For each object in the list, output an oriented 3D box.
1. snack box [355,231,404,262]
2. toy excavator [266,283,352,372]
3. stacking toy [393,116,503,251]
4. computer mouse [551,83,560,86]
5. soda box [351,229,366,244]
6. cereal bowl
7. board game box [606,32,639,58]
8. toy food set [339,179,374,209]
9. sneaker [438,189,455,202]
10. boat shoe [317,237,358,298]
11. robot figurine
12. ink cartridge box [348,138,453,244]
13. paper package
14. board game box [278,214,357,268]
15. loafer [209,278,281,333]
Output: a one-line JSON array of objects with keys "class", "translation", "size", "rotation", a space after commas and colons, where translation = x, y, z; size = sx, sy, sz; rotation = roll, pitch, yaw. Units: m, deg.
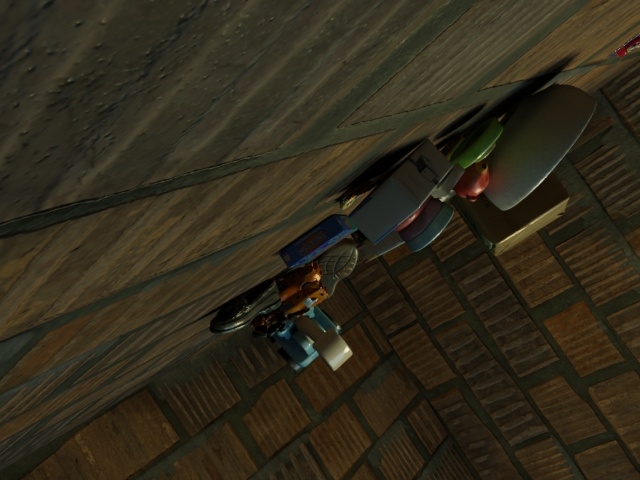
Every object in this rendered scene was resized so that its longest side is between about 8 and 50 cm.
[{"class": "snack box", "translation": [0.237, -0.021, 2.103], "size": [0.207, 0.070, 0.174], "rotation": [-33, 177, 43]}, {"class": "toy excavator", "translation": [-0.059, 0.287, 2.216], "size": [0.222, 0.433, 0.445], "rotation": [-41, 156, -9]}, {"class": "stacking toy", "translation": [0.301, -0.110, 1.473], "size": [0.309, 0.130, 0.279], "rotation": [-50, -173, -23]}, {"class": "computer mouse", "translation": [0.578, -0.334, 1.949], "size": [0.188, 0.072, 0.272], "rotation": [-33, 175, -11]}, {"class": "soda box", "translation": [0.177, -0.053, 2.190], "size": [0.169, 0.053, 0.060], "rotation": [-32, 174, -26]}, {"class": "cereal bowl", "translation": [0.499, -0.245, 1.655], "size": [0.339, 0.141, 0.339], "rotation": [-54, 180, 0]}, {"class": "board game box", "translation": [0.956, -0.595, 2.067], "size": [0.168, 0.033, 0.133], "rotation": [-38, 173, 40]}, {"class": "toy food set", "translation": [0.071, -0.093, 1.364], "size": [0.083, 0.020, 0.082], "rotation": [-33, 175, -5]}, {"class": "sneaker", "translation": [0.386, -0.170, 2.176], "size": [0.295, 0.104, 0.147], "rotation": [-38, 174, -13]}, {"class": "boat shoe", "translation": [0.041, 0.080, 2.394], "size": [0.324, 0.123, 0.116], "rotation": [-52, -163, 47]}, {"class": "robot figurine", "translation": [-0.119, 0.184, 2.126], "size": [0.291, 0.085, 0.211], "rotation": [-31, -146, 10]}, {"class": "ink cartridge box", "translation": [0.157, -0.096, 1.308], "size": [0.139, 0.082, 0.191], "rotation": [-42, -176, 41]}, {"class": "paper package", "translation": [0.629, -0.167, 2.317], "size": [0.309, 0.325, 0.168], "rotation": [-33, 160, 4]}, {"class": "board game box", "translation": [0.000, 0.000, 1.639], "size": [0.160, 0.047, 0.210], "rotation": [-35, 176, 11]}, {"class": "loafer", "translation": [-0.220, 0.185, 1.954], "size": [0.096, 0.084, 0.267], "rotation": [9, -159, 37]}]
